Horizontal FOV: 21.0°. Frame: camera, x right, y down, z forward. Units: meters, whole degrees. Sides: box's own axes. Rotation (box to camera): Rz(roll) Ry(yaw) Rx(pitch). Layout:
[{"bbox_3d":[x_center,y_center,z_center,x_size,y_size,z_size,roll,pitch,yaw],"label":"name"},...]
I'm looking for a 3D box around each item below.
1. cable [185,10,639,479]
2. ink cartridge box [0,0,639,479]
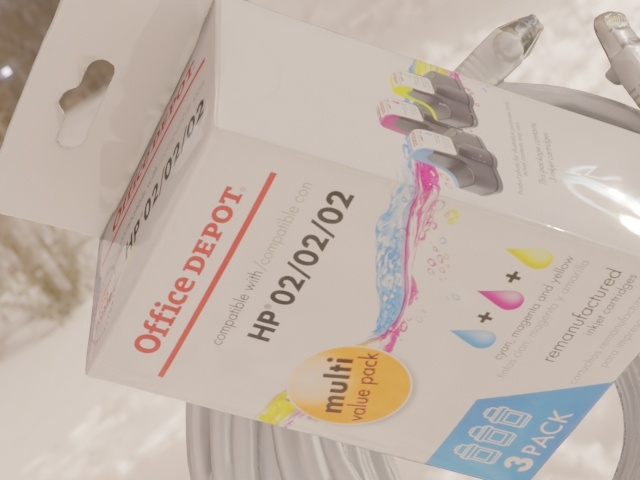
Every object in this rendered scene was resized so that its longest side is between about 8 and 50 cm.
[{"bbox_3d":[0.074,0.069,0.678,0.257,0.257,0.089,-34,-6,-10],"label":"cable"},{"bbox_3d":[0.000,0.000,0.493,0.061,0.181,0.104,-92,25,-46],"label":"ink cartridge box"}]
